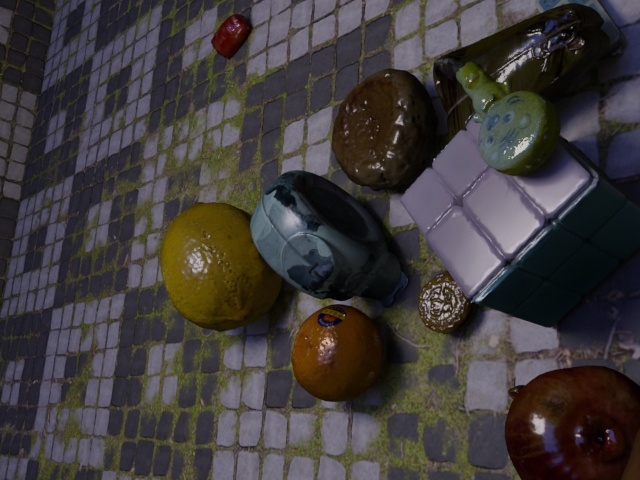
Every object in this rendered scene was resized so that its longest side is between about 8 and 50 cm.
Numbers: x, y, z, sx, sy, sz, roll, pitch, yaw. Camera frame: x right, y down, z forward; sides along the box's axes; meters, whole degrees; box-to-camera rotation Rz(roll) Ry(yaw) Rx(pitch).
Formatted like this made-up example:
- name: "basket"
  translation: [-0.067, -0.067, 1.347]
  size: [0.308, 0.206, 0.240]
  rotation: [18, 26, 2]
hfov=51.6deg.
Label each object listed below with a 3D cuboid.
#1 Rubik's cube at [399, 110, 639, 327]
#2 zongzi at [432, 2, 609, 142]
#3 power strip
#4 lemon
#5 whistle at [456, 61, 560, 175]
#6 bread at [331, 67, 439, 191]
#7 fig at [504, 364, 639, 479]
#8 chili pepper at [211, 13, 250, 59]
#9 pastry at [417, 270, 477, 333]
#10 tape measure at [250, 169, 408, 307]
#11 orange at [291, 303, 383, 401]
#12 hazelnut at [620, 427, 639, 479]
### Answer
- name: "Rubik's cube"
  translation: [0.292, -0.038, 0.948]
  size: [0.225, 0.231, 0.221]
  rotation: [-49, 47, 22]
- name: "zongzi"
  translation: [0.320, -0.190, 1.044]
  size: [0.274, 0.145, 0.300]
  rotation: [-9, 83, 54]
- name: "power strip"
  translation: [0.417, -0.354, 1.069]
  size: [0.081, 0.035, 0.192]
  rotation: [-38, 52, 32]
- name: "lemon"
  translation: [-0.217, 0.049, 1.429]
  size: [0.258, 0.258, 0.310]
  rotation: [-44, 62, 27]
- name: "whistle"
  translation: [0.233, -0.163, 0.850]
  size: [0.104, 0.057, 0.198]
  rotation: [-52, 39, 28]
- name: "bread"
  translation: [0.126, -0.205, 1.259]
  size: [0.230, 0.123, 0.230]
  rotation: [-12, 73, 46]
- name: "fig"
  translation: [0.331, 0.254, 0.851]
  size: [0.205, 0.205, 0.205]
  rotation: [-18, 64, 42]
- name: "chili pepper"
  translation: [-0.244, -0.564, 1.810]
  size: [0.123, 0.070, 0.073]
  rotation: [-42, 33, 31]
- name: "pastry"
  translation: [0.213, 0.105, 1.112]
  size: [0.097, 0.057, 0.109]
  rotation: [-22, 63, 34]
- name: "tape measure"
  translation: [0.000, 0.000, 1.220]
  size: [0.147, 0.256, 0.275]
  rotation: [-51, 52, 22]
- name: "orange"
  translation: [0.031, 0.202, 1.195]
  size: [0.177, 0.155, 0.178]
  rotation: [-25, 51, 36]
- name: "hazelnut"
  translation: [0.476, 0.252, 0.620]
  size: [0.372, 0.315, 0.372]
  rotation: [0, 89, 19]
